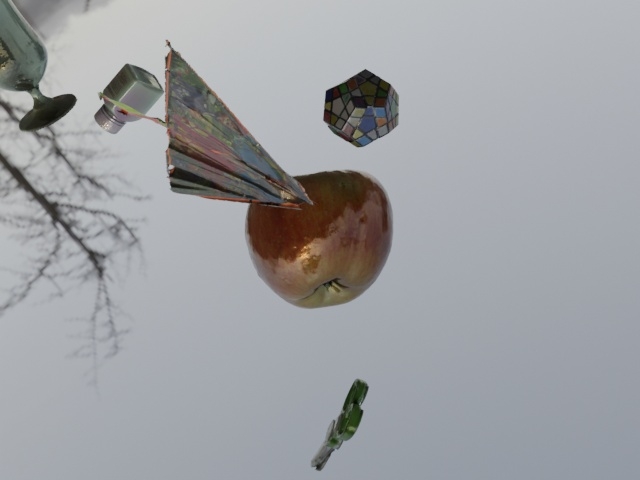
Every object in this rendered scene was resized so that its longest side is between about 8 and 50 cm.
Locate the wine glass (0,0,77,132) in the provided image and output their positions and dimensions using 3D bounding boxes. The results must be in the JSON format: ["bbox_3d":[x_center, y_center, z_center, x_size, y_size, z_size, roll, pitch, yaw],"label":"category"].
[{"bbox_3d":[-0.467,-0.283,1.490,0.103,0.231,0.103,-18,-145,13],"label":"wine glass"}]

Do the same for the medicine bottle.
[{"bbox_3d":[-0.339,-0.244,1.735,0.118,0.074,0.055,-45,-120,20],"label":"medicine bottle"}]

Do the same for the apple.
[{"bbox_3d":[0.000,0.000,1.817,0.277,0.250,0.309,-4,178,15],"label":"apple"}]

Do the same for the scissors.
[{"bbox_3d":[0.026,0.302,1.565,0.101,0.027,0.204,-71,-174,-46],"label":"scissors"}]

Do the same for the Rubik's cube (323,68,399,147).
[{"bbox_3d":[0.057,-0.182,1.374,0.093,0.111,0.111,-2,-179,-40],"label":"Rubik's cube"}]

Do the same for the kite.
[{"bbox_3d":[-0.083,-0.074,0.733,0.014,0.183,0.241,-62,173,-20],"label":"kite"}]
